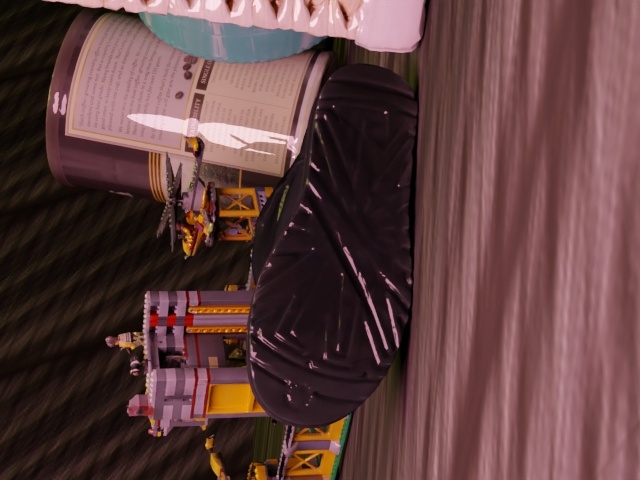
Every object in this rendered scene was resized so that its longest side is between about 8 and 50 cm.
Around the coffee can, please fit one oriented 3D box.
[{"bbox_3d":[-0.135,-0.134,1.324,0.201,0.275,0.201,11,-90,-83],"label":"coffee can"}]

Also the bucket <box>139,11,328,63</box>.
[{"bbox_3d":[-0.082,-0.329,1.237,0.183,0.281,0.281,94,178,-51],"label":"bucket"}]

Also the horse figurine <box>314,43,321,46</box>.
[{"bbox_3d":[-0.070,-0.306,1.455,0.066,0.263,0.174,-18,-86,-55],"label":"horse figurine"}]

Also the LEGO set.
[{"bbox_3d":[-0.095,0.095,1.059,0.255,0.192,0.331,106,160,-50],"label":"LEGO set"}]

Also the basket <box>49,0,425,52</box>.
[{"bbox_3d":[-0.050,-0.336,0.830,0.328,0.266,0.331,-96,10,-62],"label":"basket"}]

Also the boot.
[{"bbox_3d":[-0.001,0.025,0.828,0.207,0.094,0.246,117,165,-68],"label":"boot"}]

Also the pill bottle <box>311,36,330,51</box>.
[{"bbox_3d":[-0.044,-0.271,1.554,0.117,0.118,0.208,-109,25,-79],"label":"pill bottle"}]
